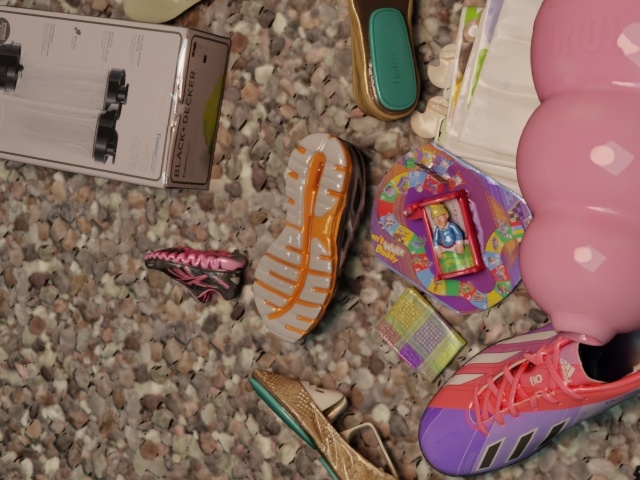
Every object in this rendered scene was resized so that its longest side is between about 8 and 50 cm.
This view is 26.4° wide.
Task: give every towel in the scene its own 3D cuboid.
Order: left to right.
[{"bbox_3d":[0.096,0.091,1.329,0.083,0.009,0.060,45,107,19],"label":"towel"}]

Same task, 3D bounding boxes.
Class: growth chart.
[{"bbox_3d":[0.184,-0.154,1.280,0.172,0.021,0.237,27,101,25],"label":"growth chart"}]

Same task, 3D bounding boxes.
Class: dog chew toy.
[{"bbox_3d":[0.252,-0.077,1.114,0.207,0.206,0.331,12,76,26],"label":"dog chew toy"}]

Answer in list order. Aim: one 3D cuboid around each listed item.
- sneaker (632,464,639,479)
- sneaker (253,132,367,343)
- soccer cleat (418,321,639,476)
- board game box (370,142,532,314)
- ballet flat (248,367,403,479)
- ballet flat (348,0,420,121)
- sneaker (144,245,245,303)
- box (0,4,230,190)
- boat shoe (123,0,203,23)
[{"bbox_3d":[0.374,0.143,1.141,0.112,0.121,0.299,33,112,8],"label":"sneaker"},{"bbox_3d":[0.000,0.000,1.340,0.084,0.083,0.215,24,105,24],"label":"sneaker"},{"bbox_3d":[0.208,0.121,1.213,0.318,0.116,0.108,-30,77,23],"label":"soccer cleat"},{"bbox_3d":[0.116,-0.007,1.295,0.169,0.033,0.133,35,112,21],"label":"board game box"},{"bbox_3d":[0.015,0.192,1.348,0.067,0.073,0.206,-40,74,-8],"label":"ballet flat"},{"bbox_3d":[0.051,-0.230,1.318,0.073,0.080,0.232,180,90,-69],"label":"ballet flat"},{"bbox_3d":[-0.134,0.037,1.428,0.119,0.047,0.057,7,104,28],"label":"sneaker"},{"bbox_3d":[-0.249,-0.155,1.459,0.290,0.087,0.169,10,94,27],"label":"box"},{"bbox_3d":[-0.147,-0.265,1.436,0.133,0.042,0.049,-19,102,25],"label":"boat shoe"}]
